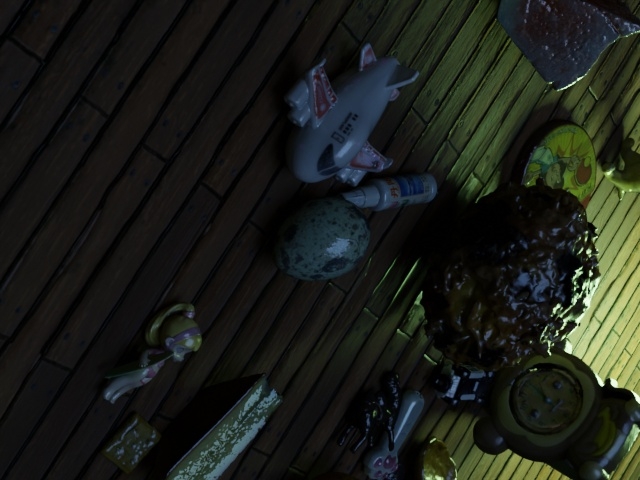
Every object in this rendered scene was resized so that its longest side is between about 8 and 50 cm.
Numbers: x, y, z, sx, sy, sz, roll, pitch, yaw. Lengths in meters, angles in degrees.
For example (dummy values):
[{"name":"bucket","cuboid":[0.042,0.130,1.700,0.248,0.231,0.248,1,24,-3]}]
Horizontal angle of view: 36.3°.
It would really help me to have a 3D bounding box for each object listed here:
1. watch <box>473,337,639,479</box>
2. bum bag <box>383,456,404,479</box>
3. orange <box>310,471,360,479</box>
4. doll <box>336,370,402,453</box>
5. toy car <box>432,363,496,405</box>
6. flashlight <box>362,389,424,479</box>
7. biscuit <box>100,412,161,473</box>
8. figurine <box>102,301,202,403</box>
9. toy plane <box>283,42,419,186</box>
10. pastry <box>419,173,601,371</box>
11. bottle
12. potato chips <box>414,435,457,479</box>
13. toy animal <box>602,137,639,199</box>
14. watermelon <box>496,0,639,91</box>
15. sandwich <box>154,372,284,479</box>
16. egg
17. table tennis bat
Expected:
[{"name":"watch","cuboid":[0.541,0.412,2.161,0.314,0.335,0.327,-54,147,-10]},{"name":"bum bag","cuboid":[0.135,0.513,2.041,0.124,0.034,0.058,-44,121,-20]},{"name":"orange","cuboid":[0.040,0.555,1.828,0.171,0.240,0.240,-5,122,3]},{"name":"doll","cuboid":[0.112,0.336,1.915,0.139,0.057,0.165,16,90,-46]},{"name":"toy car","cuboid":[0.299,0.300,2.067,0.171,0.070,0.080,8,104,-48]},{"name":"flashlight","cuboid":[0.154,0.398,1.992,0.093,0.047,0.200,28,90,-49]},{"name":"biscuit","cuboid":[-0.296,0.319,1.528,0.083,0.018,0.081,-47,137,-16]},{"name":"figurine","cuboid":[-0.254,0.170,1.467,0.187,0.083,0.083,-41,135,-5]},{"name":"toy plane","cuboid":[0.042,-0.192,1.531,0.252,0.118,0.252,-20,124,-34]},{"name":"pastry","cuboid":[0.372,0.057,1.852,0.405,0.292,0.337,-17,121,-44]},{"name":"bottle","cuboid":[0.113,-0.081,1.697,0.217,0.060,0.060,-13,119,-41]},{"name":"potato chips","cuboid":[0.250,0.513,2.129,0.202,0.049,0.150,41,53,-46]},{"name":"toy animal","cuboid":[0.753,-0.141,2.184,0.121,0.233,0.168,-49,128,-23]},{"name":"watermelon","cuboid":[0.449,-0.406,1.761,0.193,0.231,0.310,-38,163,23]},{"name":"sandwich","cuboid":[-0.180,0.317,1.588,0.258,0.096,0.094,-46,129,-16]},{"name":"egg","cuboid":[0.000,0.000,1.573,0.172,0.132,0.132,-26,127,-24]},{"name":"table tennis bat","cuboid":[0.515,-0.076,2.110,0.268,0.051,0.414,-42,132,-21]}]
